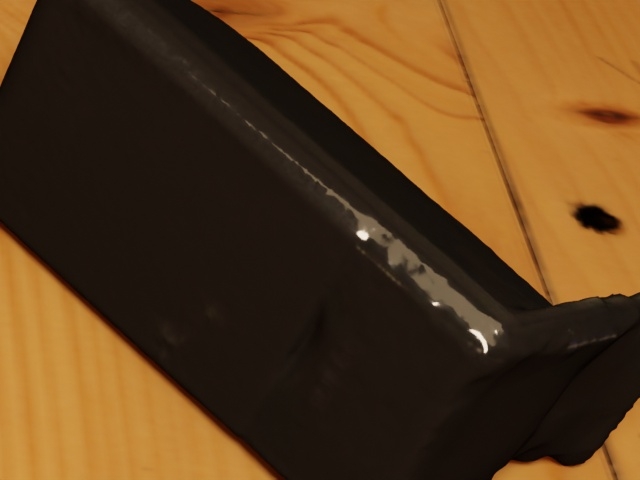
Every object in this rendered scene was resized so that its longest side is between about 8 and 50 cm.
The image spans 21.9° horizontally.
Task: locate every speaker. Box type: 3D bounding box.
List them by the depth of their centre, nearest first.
[{"bbox_3d":[0.000,0.000,0.963,0.388,0.180,0.184,41,35,14],"label":"speaker"}]
